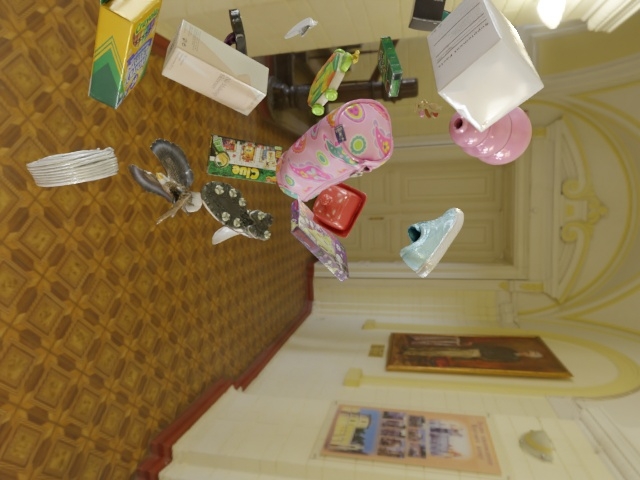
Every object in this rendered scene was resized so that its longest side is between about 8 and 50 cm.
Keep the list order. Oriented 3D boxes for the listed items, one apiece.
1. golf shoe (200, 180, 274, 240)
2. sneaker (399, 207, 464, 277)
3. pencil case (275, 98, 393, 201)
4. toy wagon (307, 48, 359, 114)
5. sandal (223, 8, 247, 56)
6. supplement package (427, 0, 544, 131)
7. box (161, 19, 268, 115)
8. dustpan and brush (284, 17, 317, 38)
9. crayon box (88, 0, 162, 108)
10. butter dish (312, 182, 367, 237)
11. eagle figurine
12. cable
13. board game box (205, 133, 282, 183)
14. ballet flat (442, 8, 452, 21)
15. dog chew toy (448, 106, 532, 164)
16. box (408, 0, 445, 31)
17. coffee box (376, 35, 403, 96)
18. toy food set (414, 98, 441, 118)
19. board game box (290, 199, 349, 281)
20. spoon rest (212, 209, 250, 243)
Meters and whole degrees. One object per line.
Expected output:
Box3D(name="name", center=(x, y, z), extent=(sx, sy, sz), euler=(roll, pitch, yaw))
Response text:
Box3D(name="golf shoe", center=(-0.250, -0.071, 1.156), extent=(0.273, 0.120, 0.105), euler=(40, 59, -52))
Box3D(name="sneaker", center=(0.408, -0.034, 1.527), extent=(0.366, 0.150, 0.135), euler=(-48, 177, -40))
Box3D(name="pencil case", center=(0.016, -0.154, 0.767), extent=(0.284, 0.124, 0.124), euler=(-13, -106, 61))
Box3D(name="toy wagon", center=(0.052, -0.739, 1.870), extent=(0.344, 0.068, 0.267), euler=(-31, -137, 56))
Box3D(name="sandal", center=(-0.374, -0.806, 1.784), extent=(0.446, 0.107, 0.168), euler=(111, -36, -76))
Box3D(name="supplement package", center=(0.404, -0.458, 1.052), extent=(0.177, 0.175, 0.293), euler=(29, 45, -27))
Box3D(name="box", center=(-0.340, -0.558, 1.371), extent=(0.311, 0.148, 0.121), euler=(18, 61, -32))
Box3D(name="dustpan and brush", center=(-0.063, -0.988, 1.919), extent=(0.060, 0.147, 0.211), euler=(54, 44, -35))
Box3D(name="crayon box", center=(-0.511, -0.537, 1.097), extent=(0.323, 0.083, 0.203), euler=(-49, -157, 44))
Box3D(name="butter dish", center=(0.040, -0.114, 1.314), extent=(0.118, 0.159, 0.160), euler=(24, 95, -57))
Box3D(name="eagle figurine", center=(-0.649, -0.252, 1.762), extent=(0.298, 0.226, 0.225), euler=(53, -35, 23))
Box3D(name="cable", center=(-0.802, -0.239, 1.360), extent=(0.257, 0.257, 0.089), euler=(31, -48, 61))
Box3D(name="board game box", center=(-0.264, -0.282, 1.457), extent=(0.030, 0.259, 0.136), euler=(31, -66, 53))
Box3D(name="ballet flat", center=(0.518, -0.826, 1.585), extent=(0.221, 0.079, 0.077), euler=(58, -47, 44))
Box3D(name="dog chew toy", center=(0.553, -0.363, 1.384), extent=(0.331, 0.206, 0.207), euler=(-2, 92, -38))
Box3D(name="box", center=(0.398, -0.891, 1.510), extent=(0.153, 0.108, 0.207), euler=(-68, 168, -75))
Box3D(name="coffee box", center=(0.242, -0.614, 1.470), extent=(0.113, 0.040, 0.184), euler=(90, -9, -65))
Box3D(name="toy food set", center=(0.450, -0.551, 1.757), extent=(0.019, 0.122, 0.078), euler=(-172, -83, -73))
Box3D(name="board game box", center=(0.000, 0.000, 1.754), extent=(0.347, 0.056, 0.208), euler=(45, 20, -32))
Box3D(name="spoon rest", center=(-0.478, -0.058, 2.282), extent=(0.084, 0.276, 0.137), euler=(55, 5, -18))
